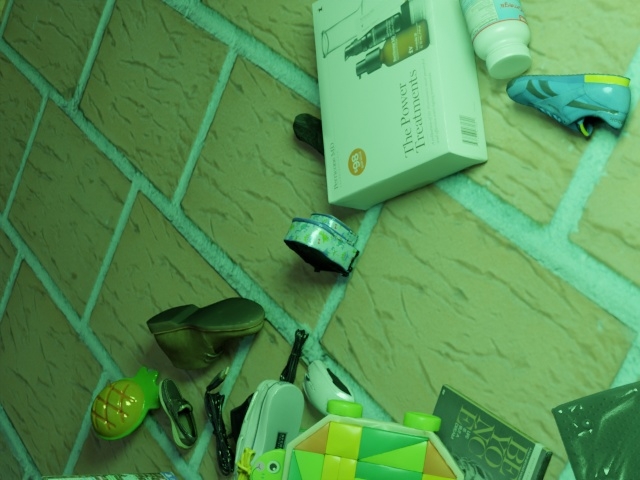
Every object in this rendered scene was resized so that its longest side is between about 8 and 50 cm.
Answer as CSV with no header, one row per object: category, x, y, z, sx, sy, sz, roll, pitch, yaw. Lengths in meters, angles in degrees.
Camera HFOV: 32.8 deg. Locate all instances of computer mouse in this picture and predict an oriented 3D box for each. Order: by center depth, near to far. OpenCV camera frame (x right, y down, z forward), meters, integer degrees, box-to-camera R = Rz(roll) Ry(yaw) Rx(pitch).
computer mouse,-0.008,0.244,1.889,0.193,0.042,0.106,40,112,46
computer mouse,-0.134,0.311,2.016,0.262,0.060,0.184,-46,54,49

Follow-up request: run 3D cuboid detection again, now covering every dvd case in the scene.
dvd case,0.231,0.334,1.611,0.221,0.018,0.164,29,105,48

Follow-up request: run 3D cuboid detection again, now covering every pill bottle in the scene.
pill bottle,0.265,-0.328,1.641,0.087,0.087,0.160,-35,58,41

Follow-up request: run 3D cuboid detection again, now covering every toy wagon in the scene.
toy wagon,0.035,0.376,1.624,0.344,0.068,0.267,8,86,9

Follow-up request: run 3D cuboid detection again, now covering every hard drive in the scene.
hard drive,0.404,0.229,1.214,0.254,0.054,0.172,-14,41,4

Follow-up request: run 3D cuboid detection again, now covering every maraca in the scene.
maraca,-0.409,0.346,2.303,0.185,0.099,0.127,-35,60,10

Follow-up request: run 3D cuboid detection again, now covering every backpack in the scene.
backpack,0.000,0.000,1.869,0.105,0.114,0.084,7,69,51

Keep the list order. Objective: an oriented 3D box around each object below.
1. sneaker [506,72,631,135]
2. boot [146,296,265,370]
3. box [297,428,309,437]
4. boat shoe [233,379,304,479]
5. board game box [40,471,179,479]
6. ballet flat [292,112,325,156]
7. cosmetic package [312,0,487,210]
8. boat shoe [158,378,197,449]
sneaker,0.343,-0.192,1.541,0.209,0.069,0.082,10,95,50
boot,-0.207,0.184,2.117,0.305,0.112,0.115,-9,106,44
box,0.002,0.454,1.778,0.231,0.126,0.262,4,85,52
boat shoe,-0.095,0.352,1.758,0.084,0.095,0.258,7,76,55
board game box,-0.367,0.557,2.058,0.232,0.291,0.141,29,106,49
ballet flat,0.008,-0.178,1.956,0.173,0.057,0.049,43,156,45
cosmetic package,0.121,-0.270,1.797,0.284,0.097,0.377,-23,66,48
boat shoe,-0.279,0.342,2.185,0.049,0.056,0.152,-39,65,33
